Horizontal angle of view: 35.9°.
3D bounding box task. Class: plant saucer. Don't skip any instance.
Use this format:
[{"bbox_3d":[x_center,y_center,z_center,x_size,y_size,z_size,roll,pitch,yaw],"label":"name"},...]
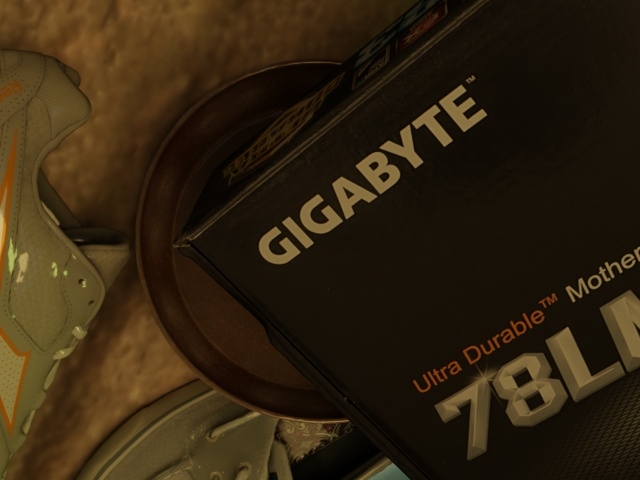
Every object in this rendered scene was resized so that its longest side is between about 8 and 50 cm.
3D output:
[{"bbox_3d":[0.000,0.000,0.459,0.169,0.029,0.168,1,79,-6],"label":"plant saucer"}]

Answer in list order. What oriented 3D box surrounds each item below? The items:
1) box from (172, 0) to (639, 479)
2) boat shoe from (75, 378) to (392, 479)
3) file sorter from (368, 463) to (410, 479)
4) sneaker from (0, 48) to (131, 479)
[{"bbox_3d":[0.153,0.008,0.357,0.296,0.073,0.293,-36,110,22],"label":"box"},{"bbox_3d":[-0.026,0.105,0.484,0.228,0.081,0.079,-32,114,-8],"label":"boat shoe"},{"bbox_3d":[0.111,0.161,0.537,0.170,0.104,0.118,37,92,-25],"label":"file sorter"},{"bbox_3d":[-0.138,0.044,0.422,0.121,0.099,0.262,-7,109,-22],"label":"sneaker"}]
